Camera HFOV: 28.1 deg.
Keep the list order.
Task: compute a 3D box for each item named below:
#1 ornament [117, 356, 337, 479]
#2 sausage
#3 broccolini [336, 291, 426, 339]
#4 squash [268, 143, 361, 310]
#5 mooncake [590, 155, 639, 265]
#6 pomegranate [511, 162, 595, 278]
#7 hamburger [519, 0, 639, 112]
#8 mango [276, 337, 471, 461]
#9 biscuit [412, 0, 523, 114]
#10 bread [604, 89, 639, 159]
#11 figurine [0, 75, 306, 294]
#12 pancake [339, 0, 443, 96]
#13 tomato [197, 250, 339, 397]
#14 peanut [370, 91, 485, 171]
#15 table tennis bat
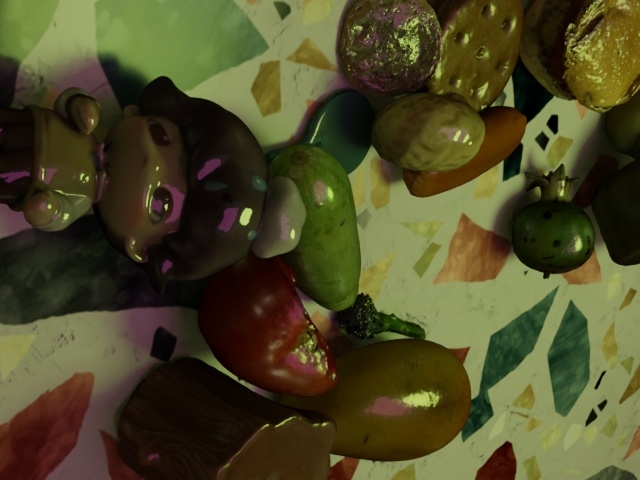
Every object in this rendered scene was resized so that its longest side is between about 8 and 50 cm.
[{"bbox_3d":[-0.128,0.273,1.645,0.235,0.217,0.221,-36,133,-28],"label":"ornament"},{"bbox_3d":[0.210,-0.132,1.881,0.238,0.098,0.098,-29,130,-36],"label":"sausage"},{"bbox_3d":[0.108,0.132,1.942,0.216,0.058,0.067,25,89,-51],"label":"broccolini"},{"bbox_3d":[-0.005,0.005,1.699,0.118,0.118,0.370,-45,152,-20],"label":"squash"},{"bbox_3d":[0.608,-0.076,2.191,0.290,0.161,0.290,-22,168,-5],"label":"mooncake"},{"bbox_3d":[0.375,-0.026,2.093,0.148,0.148,0.169,4,71,-48],"label":"pomegranate"},{"bbox_3d":[0.414,-0.319,1.944,0.244,0.163,0.244,-18,123,-30],"label":"hamburger"},{"bbox_3d":[0.085,0.238,1.884,0.317,0.173,0.211,-1,153,-35],"label":"mango"},{"bbox_3d":[0.211,-0.274,1.822,0.220,0.066,0.220,-25,128,-36],"label":"biscuit"},{"bbox_3d":[0.536,-0.206,2.186,0.110,0.103,0.156,-37,135,-13],"label":"bread"},{"bbox_3d":[-0.210,-0.083,1.383,0.206,0.218,0.365,-36,145,26],"label":"figurine"},{"bbox_3d":[0.096,-0.263,1.699,0.152,0.025,0.151,-5,114,-11],"label":"pancake"},{"bbox_3d":[-0.080,0.108,1.639,0.139,0.200,0.233,-26,121,-4],"label":"tomato"},{"bbox_3d":[0.141,-0.145,1.732,0.140,0.159,0.109,18,78,-25],"label":"peanut"},{"bbox_3d":[0.003,-0.130,1.709,0.201,0.033,0.124,-26,126,-39],"label":"table tennis bat"}]
